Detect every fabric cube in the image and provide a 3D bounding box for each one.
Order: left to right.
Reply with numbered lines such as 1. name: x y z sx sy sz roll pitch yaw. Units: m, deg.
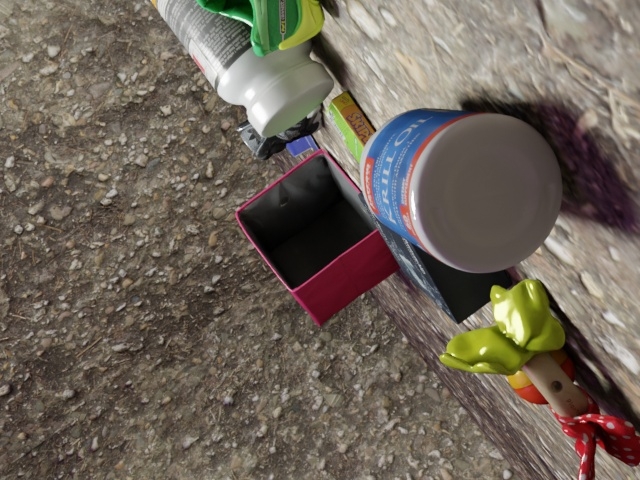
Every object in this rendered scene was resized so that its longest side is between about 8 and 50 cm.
1. fabric cube: 0.000 0.000 1.679 0.254 0.259 0.258 52 176 26

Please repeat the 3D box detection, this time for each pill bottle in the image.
1. pill bottle: -0.113 -0.298 1.041 0.278 0.162 0.162 55 177 5
2. pill bottle: 0.105 -0.054 0.640 0.124 0.124 0.221 56 176 -16

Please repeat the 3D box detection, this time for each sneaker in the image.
1. sneaker: -0.115 -0.347 0.868 0.295 0.123 0.109 55 178 15
2. sneaker: -0.083 -0.234 1.359 0.101 0.153 0.268 54 177 12

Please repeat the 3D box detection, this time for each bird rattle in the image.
1. bird rattle: 0.276 0.160 0.853 0.253 0.143 0.207 42 -172 4

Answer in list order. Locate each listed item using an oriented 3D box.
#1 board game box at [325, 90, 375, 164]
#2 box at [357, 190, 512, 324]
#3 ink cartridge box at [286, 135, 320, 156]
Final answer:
1. board game box: 0.096 -0.106 1.115 0.259 0.039 0.124 58 178 -3
2. box: 0.144 -0.003 0.930 0.156 0.093 0.158 56 176 -30
3. ink cartridge box: -0.139 -0.354 1.785 0.303 0.072 0.307 57 179 -27
